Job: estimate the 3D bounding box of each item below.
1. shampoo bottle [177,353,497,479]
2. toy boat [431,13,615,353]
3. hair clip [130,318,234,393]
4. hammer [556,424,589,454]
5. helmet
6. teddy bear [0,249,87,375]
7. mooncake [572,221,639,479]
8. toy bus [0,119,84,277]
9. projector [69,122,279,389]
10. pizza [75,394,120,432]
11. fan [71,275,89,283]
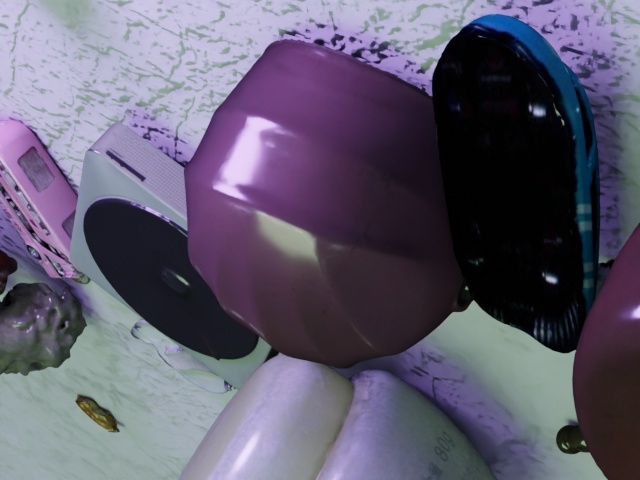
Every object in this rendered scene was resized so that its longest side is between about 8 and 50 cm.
[{"bbox_3d":[0.019,0.291,1.610,0.317,0.322,0.322,32,150,-6],"label":"shampoo bottle"},{"bbox_3d":[0.171,-0.055,1.222,0.134,0.092,0.298,33,147,38],"label":"toy boat"},{"bbox_3d":[-0.146,0.138,1.864,0.172,0.049,0.116,2,128,50],"label":"hair clip"},{"bbox_3d":[0.336,0.280,1.537,0.292,0.029,0.058,47,151,-15],"label":"hammer"},{"bbox_3d":[0.000,0.000,1.377,0.271,0.197,0.338,24,145,21],"label":"helmet"},{"bbox_3d":[-0.507,0.007,1.973,0.367,0.224,0.357,39,168,45],"label":"teddy bear"},{"bbox_3d":[0.343,0.107,1.154,0.326,0.174,0.334,43,147,-11],"label":"mooncake"},{"bbox_3d":[-0.324,-0.045,1.805,0.090,0.063,0.203,1,131,47],"label":"toy bus"},{"bbox_3d":[-0.138,0.020,1.666,0.257,0.079,0.259,37,149,7],"label":"projector"},{"bbox_3d":[-0.309,0.241,2.211,0.083,0.016,0.037,35,151,16],"label":"pizza"},{"bbox_3d":[-0.307,0.038,1.952,0.060,0.003,0.080,32,149,15],"label":"fan"}]
